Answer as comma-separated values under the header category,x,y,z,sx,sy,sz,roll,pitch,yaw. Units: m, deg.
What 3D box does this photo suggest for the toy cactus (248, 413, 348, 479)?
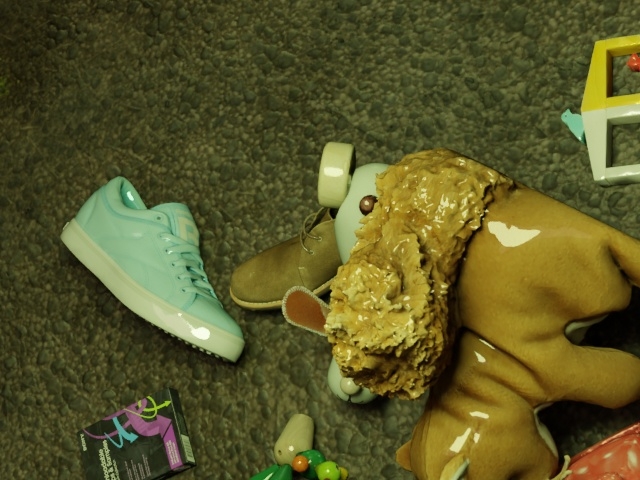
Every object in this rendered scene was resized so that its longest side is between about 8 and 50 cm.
category,x,y,z,sx,sy,sz,roll,pitch,yaw
toy cactus,-0.036,0.303,1.987,0.219,0.112,0.180,-45,19,45

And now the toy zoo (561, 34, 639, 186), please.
category,x,y,z,sx,sy,sz,roll,pitch,yaw
toy zoo,0.440,-0.169,1.937,0.293,0.030,0.192,-5,70,27

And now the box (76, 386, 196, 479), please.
category,x,y,z,sx,sy,sz,roll,pitch,yaw
box,-0.256,0.286,2.158,0.162,0.029,0.116,-28,61,19

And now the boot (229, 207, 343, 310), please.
category,x,y,z,sx,sy,sz,roll,pitch,yaw
boot,0.000,0.000,2.056,0.305,0.115,0.112,-21,47,20

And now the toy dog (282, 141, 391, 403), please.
category,x,y,z,sx,sy,sz,roll,pitch,yaw
toy dog,0.062,0.044,1.898,0.220,0.161,0.334,-11,100,15

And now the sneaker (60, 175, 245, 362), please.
category,x,y,z,sx,sy,sz,roll,pitch,yaw
sneaker,-0.216,0.026,2.166,0.366,0.135,0.150,37,95,32

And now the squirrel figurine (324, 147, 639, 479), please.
category,x,y,z,sx,sy,sz,roll,pitch,yaw
squirrel figurine,0.167,0.112,1.771,0.370,0.397,0.281,-64,21,5

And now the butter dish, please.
category,x,y,z,sx,sy,sz,roll,pitch,yaw
butter dish,0.342,0.288,1.777,0.160,0.118,0.160,-33,60,16
